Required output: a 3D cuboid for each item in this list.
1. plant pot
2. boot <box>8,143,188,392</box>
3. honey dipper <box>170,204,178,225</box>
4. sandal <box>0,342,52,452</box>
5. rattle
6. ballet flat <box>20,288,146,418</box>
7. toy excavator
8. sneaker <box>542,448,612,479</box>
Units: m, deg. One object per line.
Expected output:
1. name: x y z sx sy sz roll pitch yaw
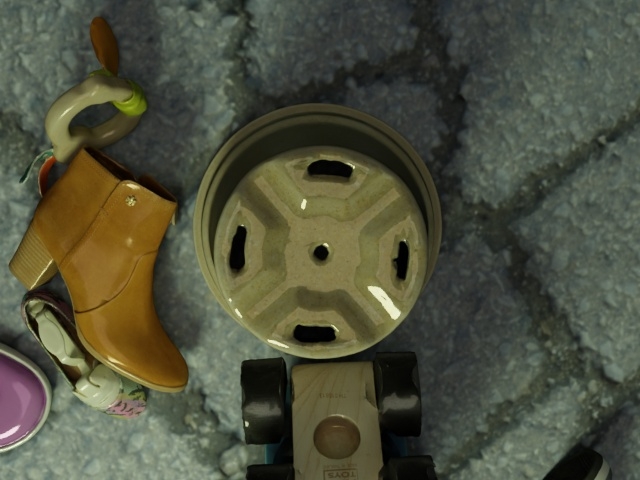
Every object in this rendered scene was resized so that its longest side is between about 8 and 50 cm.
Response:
1. plant pot: 0.000 0.000 1.080 0.334 0.305 0.333 0 96 -2
2. boot: -0.237 0.036 1.162 0.295 0.104 0.211 40 107 -2
3. honey dipper: -0.269 -0.042 1.210 0.161 0.030 0.030 5 96 1
4. sandal: -0.564 0.190 1.190 0.416 0.102 0.169 14 96 -3
5. rattle: -0.328 -0.169 1.177 0.200 0.130 0.142 -39 84 29
6. ballet flat: -0.318 0.157 1.203 0.077 0.079 0.221 -39 96 3
7. toy excavator: 0.031 0.412 1.179 0.222 0.445 0.432 -4 52 0
8. sneaker: 0.343 0.441 1.225 0.178 0.124 0.295 33 94 -5
